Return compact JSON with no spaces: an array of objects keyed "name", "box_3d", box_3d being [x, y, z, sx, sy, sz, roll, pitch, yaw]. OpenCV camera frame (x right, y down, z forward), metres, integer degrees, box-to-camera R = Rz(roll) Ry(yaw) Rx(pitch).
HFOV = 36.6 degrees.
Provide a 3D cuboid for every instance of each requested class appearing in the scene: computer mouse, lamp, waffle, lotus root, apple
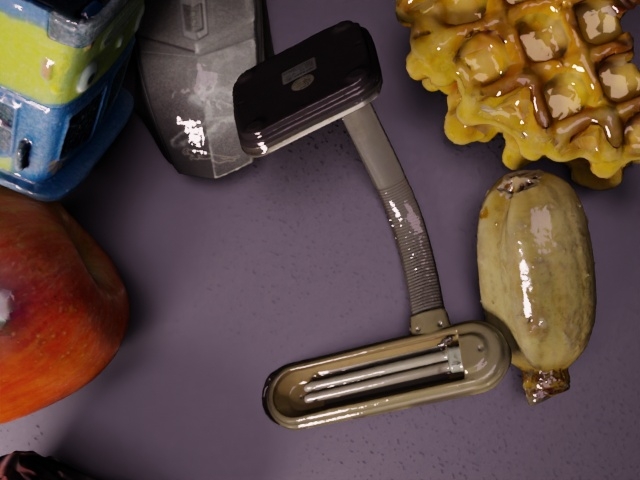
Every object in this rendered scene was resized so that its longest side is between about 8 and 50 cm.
[{"name":"computer mouse","box_3d":[-0.098,-0.165,0.784,0.126,0.071,0.231,-6,85,1]},{"name":"lamp","box_3d":[0.001,-0.001,0.751,0.203,0.124,0.283,-23,108,9]},{"name":"waffle","box_3d":[0.214,-0.210,0.746,0.261,0.151,0.324,28,86,0]},{"name":"lotus root","box_3d":[0.170,0.036,0.751,0.077,0.090,0.183,-13,100,-25]},{"name":"apple","box_3d":[-0.246,0.051,0.721,0.199,0.199,0.199,0,86,2]}]

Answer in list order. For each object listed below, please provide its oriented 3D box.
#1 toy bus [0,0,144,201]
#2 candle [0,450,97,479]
[{"name":"toy bus","box_3d":[-0.282,-0.181,0.678,0.312,0.190,0.152,23,42,-1]},{"name":"candle","box_3d":[-0.254,0.317,0.698,0.187,0.187,0.330,40,90,4]}]
